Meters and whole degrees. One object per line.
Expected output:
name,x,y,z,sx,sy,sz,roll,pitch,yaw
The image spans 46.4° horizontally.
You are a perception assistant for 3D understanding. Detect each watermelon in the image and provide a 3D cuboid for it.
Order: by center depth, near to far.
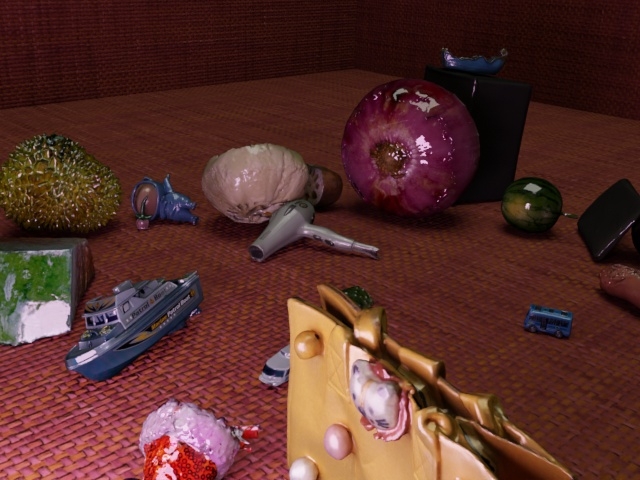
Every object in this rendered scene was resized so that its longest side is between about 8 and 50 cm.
watermelon,-0.567,0.055,1.365,0.264,0.151,0.302,0,22,-3
watermelon,0.542,-0.080,1.846,0.187,0.140,0.141,21,26,15

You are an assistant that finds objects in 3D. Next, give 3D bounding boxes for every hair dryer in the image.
hair dryer,-0.035,0.007,1.667,0.229,0.092,0.267,-26,44,-37

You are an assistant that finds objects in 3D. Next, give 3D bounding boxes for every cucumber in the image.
cucumber,0.043,0.117,1.426,0.107,0.035,0.067,-19,32,-40

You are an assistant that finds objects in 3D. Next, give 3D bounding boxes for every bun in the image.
bun,-0.160,-0.123,1.797,0.259,0.152,0.259,-9,-12,-2

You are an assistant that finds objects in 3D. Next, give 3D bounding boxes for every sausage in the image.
sausage,0.637,0.120,1.423,0.078,0.078,0.304,-5,24,-17

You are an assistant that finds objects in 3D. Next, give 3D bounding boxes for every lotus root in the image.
lotus root,-0.006,-0.141,1.981,0.081,0.112,0.122,6,16,-41

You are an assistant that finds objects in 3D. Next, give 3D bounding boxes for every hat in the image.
hat,-0.174,0.300,0.883,0.140,0.129,0.227,26,40,-4

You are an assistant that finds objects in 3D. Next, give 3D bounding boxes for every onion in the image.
onion,0.247,-0.243,1.916,0.345,0.358,0.358,-29,35,-31

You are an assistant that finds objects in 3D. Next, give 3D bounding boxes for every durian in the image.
durian,-0.614,-0.134,1.743,0.291,0.224,0.291,4,16,-1

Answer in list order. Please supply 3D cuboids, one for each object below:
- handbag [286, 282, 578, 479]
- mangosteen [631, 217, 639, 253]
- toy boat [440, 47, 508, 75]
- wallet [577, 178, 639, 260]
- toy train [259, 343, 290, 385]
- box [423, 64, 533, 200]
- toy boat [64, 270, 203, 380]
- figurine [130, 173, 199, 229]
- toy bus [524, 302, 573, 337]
handbag,0.081,0.235,0.789,0.133,0.283,0.401,-13,28,-25
mangosteen,0.817,-0.014,1.676,0.217,0.192,0.192,34,22,-5
toy boat,0.431,-0.513,2.095,0.185,0.077,0.075,10,16,0
wallet,0.691,-0.051,1.769,0.052,0.168,0.245,36,23,-4
toy train,-0.025,0.185,1.231,0.043,0.047,0.207,15,23,32
box,0.419,-0.303,2.123,0.204,0.345,0.251,-1,20,-25
toy boat,-0.315,0.133,1.235,0.114,0.122,0.296,-15,14,31
figurine,-0.391,-0.088,1.823,0.178,0.114,0.144,16,26,12
toy bus,0.419,0.147,1.370,0.083,0.046,0.038,11,23,19
